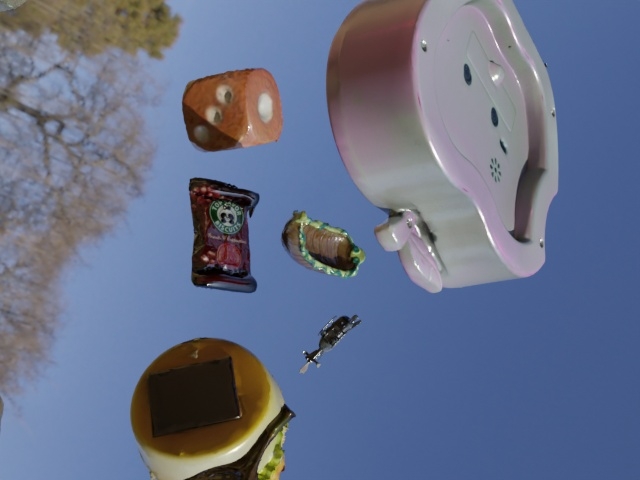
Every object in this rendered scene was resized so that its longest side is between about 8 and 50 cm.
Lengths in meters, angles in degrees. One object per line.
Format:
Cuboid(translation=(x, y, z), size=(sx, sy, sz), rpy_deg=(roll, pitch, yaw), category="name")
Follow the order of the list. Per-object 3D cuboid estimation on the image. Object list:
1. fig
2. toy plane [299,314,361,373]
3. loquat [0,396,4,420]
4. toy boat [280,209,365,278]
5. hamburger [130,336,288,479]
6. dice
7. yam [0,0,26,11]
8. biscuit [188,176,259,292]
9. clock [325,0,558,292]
Cuboid(translation=(-0.116, 0.386, 1.253), size=(0.290, 0.191, 0.190), rpy_deg=(-33, -144, -13), category="fig")
Cuboid(translation=(0.011, 0.148, 1.295), size=(0.120, 0.049, 0.031), rpy_deg=(-44, -107, -8), category="toy plane")
Cuboid(translation=(-0.688, 0.299, 1.541), size=(0.276, 0.283, 0.276), rpy_deg=(-52, -167, 18), category="loquat")
Cuboid(translation=(-0.011, 0.002, 1.634), size=(0.099, 0.293, 0.109), rpy_deg=(-16, -111, 20), category="toy boat")
Cuboid(translation=(-0.196, 0.316, 1.567), size=(0.276, 0.179, 0.294), rpy_deg=(-14, -127, -5), category="hamburger")
Cuboid(translation=(-0.199, -0.294, 2.009), size=(0.179, 0.175, 0.174), rpy_deg=(-2, -78, 28), category="dice")
Cuboid(translation=(-0.627, -0.549, 1.507), size=(0.241, 0.348, 0.241), rpy_deg=(-12, -116, 25), category="yam")
Cuboid(translation=(-0.191, -0.007, 1.762), size=(0.063, 0.151, 0.235), rpy_deg=(-24, -120, 47), category="biscuit")
Cuboid(translation=(0.142, -0.117, 0.928), size=(0.102, 0.338, 0.339), rpy_deg=(-9, -117, 35), category="clock")
